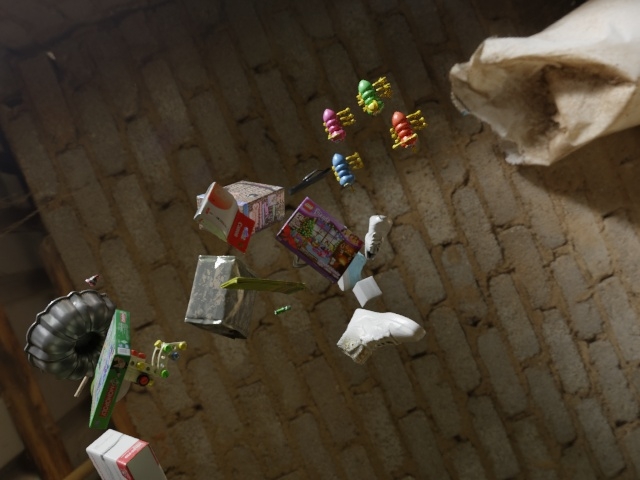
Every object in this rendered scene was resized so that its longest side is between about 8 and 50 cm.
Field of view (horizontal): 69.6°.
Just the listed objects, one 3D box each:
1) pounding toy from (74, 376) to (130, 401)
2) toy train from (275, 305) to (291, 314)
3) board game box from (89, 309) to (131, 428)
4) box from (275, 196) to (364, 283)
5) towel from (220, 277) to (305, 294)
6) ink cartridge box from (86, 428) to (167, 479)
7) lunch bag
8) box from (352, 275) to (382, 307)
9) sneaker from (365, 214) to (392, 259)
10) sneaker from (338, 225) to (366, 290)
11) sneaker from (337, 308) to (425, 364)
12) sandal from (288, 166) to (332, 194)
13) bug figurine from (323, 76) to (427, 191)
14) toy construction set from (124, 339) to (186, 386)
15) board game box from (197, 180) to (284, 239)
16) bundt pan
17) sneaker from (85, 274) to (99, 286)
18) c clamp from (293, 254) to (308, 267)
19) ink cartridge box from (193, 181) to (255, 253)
[{"bbox_3d":[-1.018,0.654,2.146,0.110,0.183,0.237,9,159,40],"label":"pounding toy"},{"bbox_3d":[-0.180,0.334,2.211,0.017,0.083,0.024,-125,20,-48],"label":"toy train"},{"bbox_3d":[-0.606,0.357,1.334,0.317,0.046,0.214,32,103,63],"label":"board game box"},{"bbox_3d":[0.000,0.000,1.782,0.293,0.201,0.057,38,159,-4],"label":"box"},{"bbox_3d":[-0.165,0.138,1.357,0.102,0.237,0.021,-28,61,46],"label":"towel"},{"bbox_3d":[-0.743,0.860,1.763,0.114,0.272,0.197,-39,-61,-50],"label":"ink cartridge box"},{"bbox_3d":[-0.318,0.204,1.595,0.287,0.168,0.236,53,-140,-62],"label":"lunch bag"},{"bbox_3d":[0.219,0.241,2.153,0.101,0.087,0.102,61,158,20],"label":"box"},{"bbox_3d":[0.270,-0.012,2.169,0.297,0.110,0.130,93,-172,-58],"label":"sneaker"},{"bbox_3d":[0.147,0.073,2.276,0.135,0.149,0.366,-130,29,-49],"label":"sneaker"},{"bbox_3d":[0.171,0.305,1.373,0.108,0.169,0.292,47,154,-22],"label":"sneaker"},{"bbox_3d":[-0.059,-0.318,2.384,0.055,0.254,0.097,62,-177,3],"label":"sandal"},{"bbox_3d":[0.106,-0.261,1.131,0.072,0.278,0.217,-20,-99,-56],"label":"bug figurine"},{"bbox_3d":[-0.721,0.457,1.836,0.151,0.327,0.215,-29,39,62],"label":"toy construction set"},{"bbox_3d":[-0.320,-0.134,1.899,0.291,0.231,0.141,-35,-49,-55],"label":"board game box"},{"bbox_3d":[-0.833,0.347,1.615,0.124,0.331,0.331,24,151,33],"label":"bundt pan"},{"bbox_3d":[-1.081,0.189,2.200,0.047,0.057,0.119,50,161,-14],"label":"sneaker"},{"bbox_3d":[-0.050,0.054,1.970,0.022,0.137,0.161,62,-143,-42],"label":"c clamp"},{"bbox_3d":[-0.265,-0.066,1.339,0.179,0.045,0.146,35,-140,-23],"label":"ink cartridge box"}]
